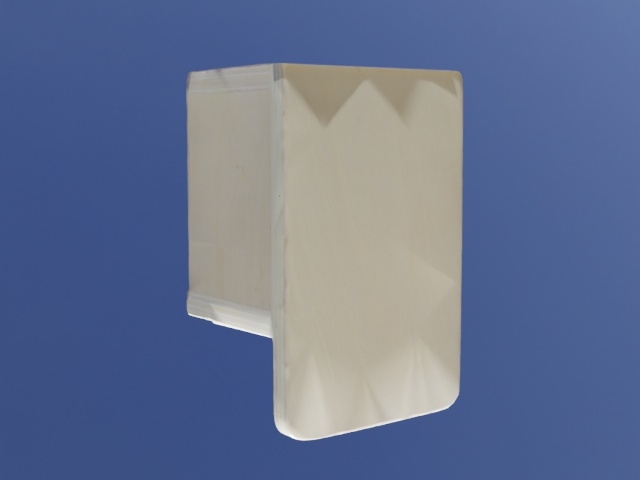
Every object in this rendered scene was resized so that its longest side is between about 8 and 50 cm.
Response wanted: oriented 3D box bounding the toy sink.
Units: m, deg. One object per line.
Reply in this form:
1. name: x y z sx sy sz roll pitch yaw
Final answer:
1. toy sink: 0.000 0.000 0.710 0.153 0.131 0.234 -5 -83 -36
